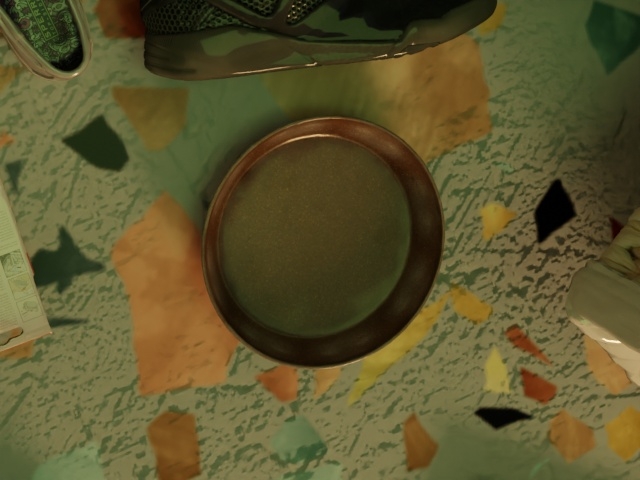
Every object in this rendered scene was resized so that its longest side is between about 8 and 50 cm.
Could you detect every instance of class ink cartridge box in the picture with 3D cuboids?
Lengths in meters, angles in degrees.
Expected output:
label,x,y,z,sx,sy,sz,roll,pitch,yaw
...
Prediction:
label,x,y,z,sx,sy,sz,roll,pitch,yaw
ink cartridge box,-0.209,0.011,0.814,0.063,0.029,0.115,-21,109,-16

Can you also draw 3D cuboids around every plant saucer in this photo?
label,x,y,z,sx,sy,sz,roll,pitch,yaw
plant saucer,0.000,0.000,0.890,0.168,0.029,0.168,-5,104,-20

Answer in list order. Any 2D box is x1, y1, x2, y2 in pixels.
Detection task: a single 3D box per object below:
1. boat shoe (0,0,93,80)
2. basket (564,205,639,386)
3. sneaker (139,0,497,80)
label,x,y,z,sx,sy,sz,roll,pitch,yaw
boat shoe,-0.183,-0.171,0.764,0.066,0.063,0.184,-25,110,-14
basket,0.397,0.066,0.851,0.266,0.328,0.331,-54,137,-5
sneaker,0.002,-0.173,0.820,0.227,0.087,0.130,-7,111,-13
